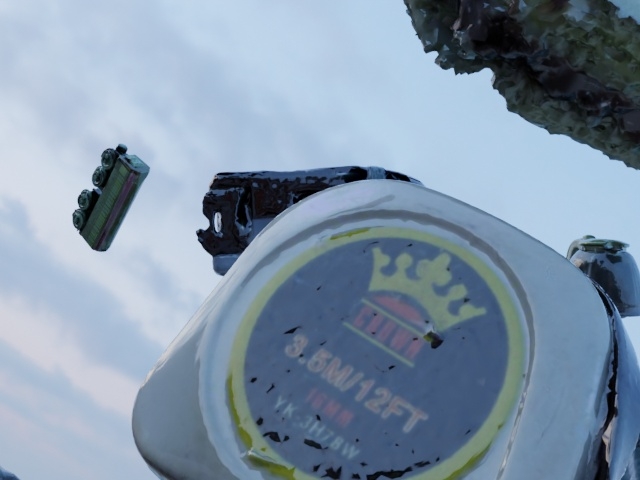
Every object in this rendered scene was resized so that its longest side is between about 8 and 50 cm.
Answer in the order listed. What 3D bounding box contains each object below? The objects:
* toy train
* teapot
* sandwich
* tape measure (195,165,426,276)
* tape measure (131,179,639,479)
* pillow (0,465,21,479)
[{"bbox_3d":[-0.280,-0.056,1.556,0.071,0.148,0.038,43,28,22],"label":"toy train"},{"bbox_3d":[0.300,0.039,1.310,0.092,0.091,0.124,2,1,-41],"label":"teapot"},{"bbox_3d":[0.198,-0.191,0.812,0.325,0.262,0.131,27,-37,-14],"label":"sandwich"},{"bbox_3d":[0.005,0.000,0.977,0.180,0.107,0.182,-3,-13,7],"label":"tape measure"},{"bbox_3d":[0.067,0.097,0.613,0.271,0.231,0.133,29,-19,32],"label":"tape measure"},{"bbox_3d":[-0.285,0.101,0.402,0.228,0.101,0.326,-27,-37,35],"label":"pillow"}]
